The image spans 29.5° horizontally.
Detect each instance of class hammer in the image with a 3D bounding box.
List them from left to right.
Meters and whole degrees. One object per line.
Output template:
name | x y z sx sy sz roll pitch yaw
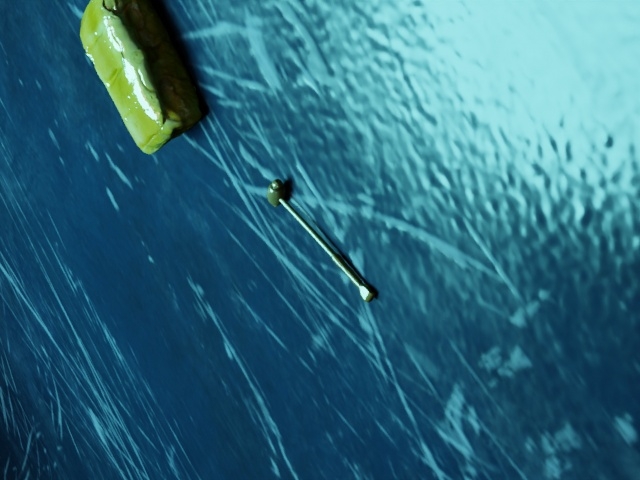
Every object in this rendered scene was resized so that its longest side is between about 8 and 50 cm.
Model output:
hammer | 0.000 0.000 0.887 0.123 0.014 0.029 47 153 27

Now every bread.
bread | -0.147 -0.139 0.986 0.074 0.053 0.132 -23 92 60
